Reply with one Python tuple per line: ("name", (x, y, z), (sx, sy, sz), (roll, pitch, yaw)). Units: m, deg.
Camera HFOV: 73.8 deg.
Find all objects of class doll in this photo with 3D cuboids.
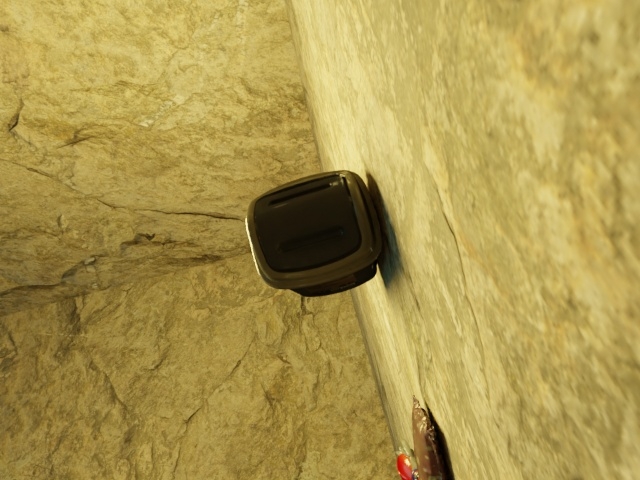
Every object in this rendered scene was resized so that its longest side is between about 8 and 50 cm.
("doll", (0.208, 0.517, 0.943), (0.104, 0.062, 0.195), (58, 175, -10))

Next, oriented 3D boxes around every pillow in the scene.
("pillow", (0.168, 0.343, 0.655), (0.118, 0.043, 0.184), (-78, -27, -84))

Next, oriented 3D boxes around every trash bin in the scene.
("trash bin", (0.000, 0.000, 0.750), (0.290, 0.210, 0.182), (58, -165, -71))
